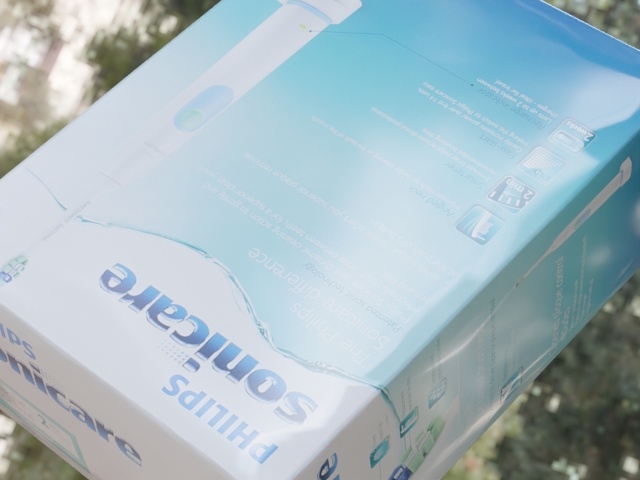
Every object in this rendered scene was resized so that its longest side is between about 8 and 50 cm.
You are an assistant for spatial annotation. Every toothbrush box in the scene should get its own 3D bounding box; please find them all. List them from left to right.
[{"bbox_3d":[0.000,0.000,0.817,0.216,0.295,0.126,32,-31,27],"label":"toothbrush box"}]
